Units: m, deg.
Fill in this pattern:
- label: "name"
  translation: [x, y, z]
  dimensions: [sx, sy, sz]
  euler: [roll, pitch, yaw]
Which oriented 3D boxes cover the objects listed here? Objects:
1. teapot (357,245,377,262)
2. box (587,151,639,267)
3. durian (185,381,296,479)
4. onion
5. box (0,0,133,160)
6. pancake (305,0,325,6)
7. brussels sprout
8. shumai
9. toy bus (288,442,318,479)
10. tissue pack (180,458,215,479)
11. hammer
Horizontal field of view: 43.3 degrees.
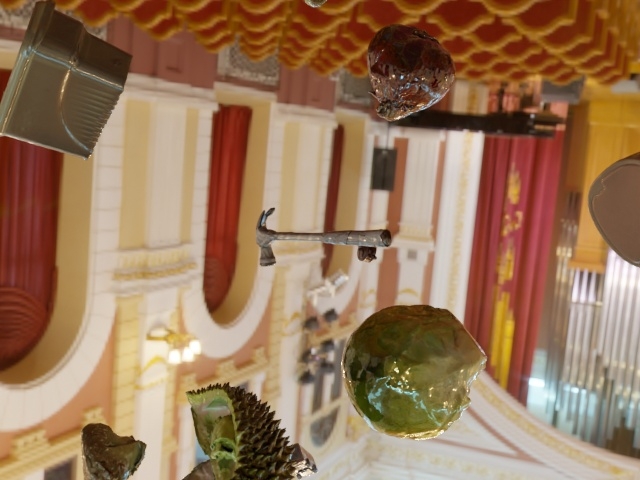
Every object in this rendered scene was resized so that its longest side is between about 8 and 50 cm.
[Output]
- label: "teapot"
  translation: [0.131, 0.032, 2.340]
  dimensions: [0.045, 0.067, 0.100]
  euler: [11, -161, -28]
- label: "box"
  translation: [0.859, -0.099, 2.027]
  dimensions: [0.216, 0.300, 0.301]
  euler: [-24, -159, -27]
- label: "durian"
  translation: [-0.154, 0.408, 1.573]
  dimensions: [0.157, 0.169, 0.355]
  euler: [42, -164, -37]
- label: "onion"
  translation: [0.247, -0.500, 2.317]
  dimensions: [0.281, 0.280, 0.221]
  euler: [8, -173, 20]
- label: "box"
  translation: [-0.452, -0.272, 1.419]
  dimensions: [0.178, 0.138, 0.274]
  euler: [19, 140, -24]
- label: "pancake"
  translation: [0.000, -0.510, 1.600]
  dimensions: [0.017, 0.108, 0.108]
  euler: [26, -166, 20]
- label: "brussels sprout"
  translation: [0.214, 0.298, 1.893]
  dimensions: [0.344, 0.343, 0.268]
  euler: [7, -174, 11]
- label: "shumai"
  translation: [-0.452, 0.497, 1.779]
  dimensions: [0.142, 0.184, 0.184]
  euler: [-6, -169, -23]
- label: "toy bus"
  translation: [-0.055, 0.633, 2.310]
  dimensions: [0.064, 0.075, 0.190]
  euler: [-22, 150, 2]
- label: "tissue pack"
  translation: [-0.252, 0.707, 1.956]
  dimensions: [0.124, 0.288, 0.394]
  euler: [-35, 169, -33]
- label: "hammer"
  translation: [-0.001, 0.000, 1.975]
  dimensions: [0.427, 0.152, 0.044]
  euler: [4, -168, 40]
